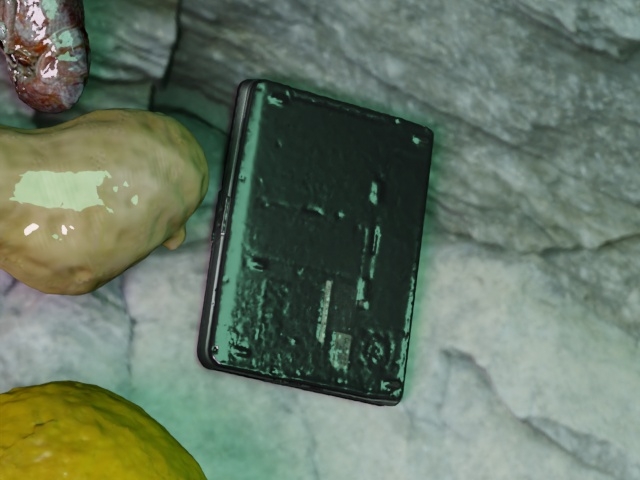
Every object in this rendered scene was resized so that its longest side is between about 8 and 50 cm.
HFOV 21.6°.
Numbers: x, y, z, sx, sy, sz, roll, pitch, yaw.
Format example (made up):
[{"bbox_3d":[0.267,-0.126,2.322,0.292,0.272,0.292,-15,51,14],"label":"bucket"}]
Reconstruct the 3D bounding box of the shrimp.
[{"bbox_3d":[-0.197,-0.173,1.074,0.190,0.073,0.075,68,18,-9],"label":"shrimp"}]

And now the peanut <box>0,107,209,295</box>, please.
[{"bbox_3d":[-0.190,-0.024,1.024,0.263,0.101,0.117,-4,61,-26],"label":"peanut"}]

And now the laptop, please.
[{"bbox_3d":[0.000,0.000,1.153,0.154,0.026,0.207,15,73,-23],"label":"laptop"}]

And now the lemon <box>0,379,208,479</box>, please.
[{"bbox_3d":[-0.145,0.183,0.949,0.231,0.192,0.192,48,63,-1],"label":"lemon"}]
